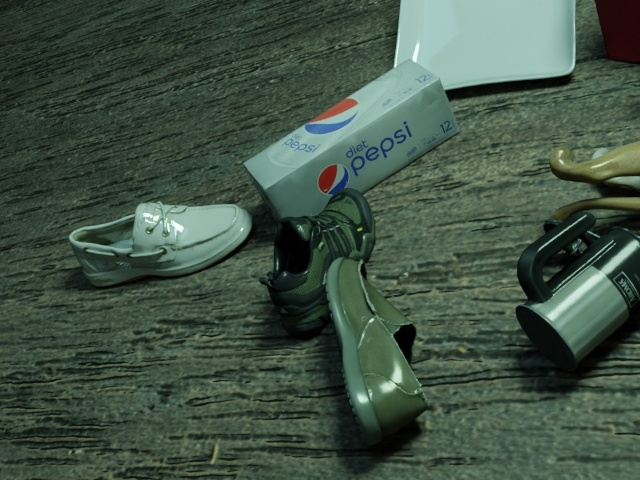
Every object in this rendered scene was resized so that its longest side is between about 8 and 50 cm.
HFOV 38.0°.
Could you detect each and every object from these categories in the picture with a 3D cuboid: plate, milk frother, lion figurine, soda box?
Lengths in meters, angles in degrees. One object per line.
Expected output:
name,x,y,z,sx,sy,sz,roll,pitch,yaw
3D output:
plate,0.249,-0.344,1.383,0.278,0.045,0.277,-3,71,29
milk frother,0.258,0.046,0.967,0.134,0.129,0.143,-37,-5,-11
lion figurine,0.441,-0.133,1.038,0.240,0.142,0.392,25,76,38
soda box,0.043,-0.130,1.289,0.286,0.098,0.091,-33,37,-5

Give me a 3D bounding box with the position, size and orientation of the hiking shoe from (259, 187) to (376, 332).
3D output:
hiking shoe,0.000,0.000,1.150,0.086,0.114,0.227,-2,45,30

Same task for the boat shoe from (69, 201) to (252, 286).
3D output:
boat shoe,-0.234,-0.008,1.322,0.277,0.096,0.098,-15,39,16

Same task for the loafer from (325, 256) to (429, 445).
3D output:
loafer,0.062,0.112,1.016,0.087,0.094,0.251,-13,43,1

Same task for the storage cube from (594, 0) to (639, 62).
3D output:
storage cube,0.476,-0.356,1.201,0.215,0.193,0.184,19,58,43
